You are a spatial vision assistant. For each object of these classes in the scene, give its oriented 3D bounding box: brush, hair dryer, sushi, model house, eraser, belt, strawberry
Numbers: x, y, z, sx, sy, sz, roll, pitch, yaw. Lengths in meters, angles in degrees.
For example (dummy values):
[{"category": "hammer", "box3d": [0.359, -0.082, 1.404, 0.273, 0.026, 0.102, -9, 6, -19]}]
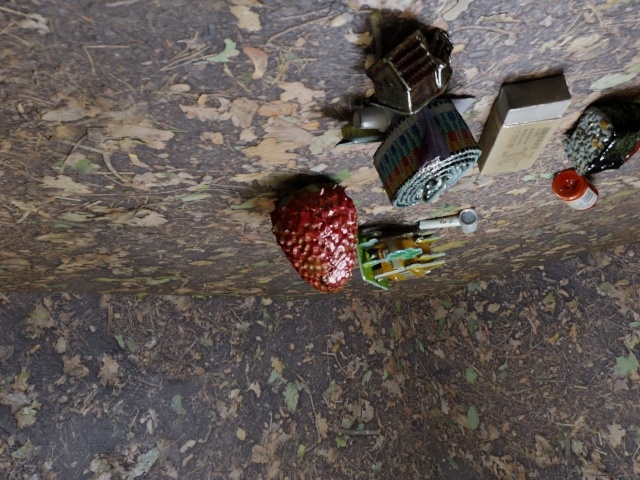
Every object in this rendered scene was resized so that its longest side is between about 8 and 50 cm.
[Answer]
[{"category": "brush", "box3d": [0.158, -0.262, 1.151, 0.296, 0.060, 0.068, -11, -175, -33]}, {"category": "hair dryer", "box3d": [0.506, -0.064, 1.929, 0.236, 0.073, 0.131, -8, 165, 15]}, {"category": "sushi", "box3d": [0.726, -0.259, 1.229, 0.126, 0.136, 0.225, -13, 160, -8]}, {"category": "model house", "box3d": [0.323, 0.030, 1.940, 0.312, 0.243, 0.357, -21, 158, 19]}, {"category": "eraser", "box3d": [0.487, -0.271, 1.195, 0.144, 0.078, 0.343, -8, 163, 5]}, {"category": "belt", "box3d": [0.247, -0.180, 1.100, 0.206, 0.161, 0.295, -18, 166, -19]}, {"category": "strawberry", "box3d": [-0.001, 0.000, 1.465, 0.292, 0.344, 0.292, -18, 178, -1]}, {"category": "model house", "box3d": [0.167, -0.324, 0.885, 0.165, 0.106, 0.152, -41, 152, -8]}]

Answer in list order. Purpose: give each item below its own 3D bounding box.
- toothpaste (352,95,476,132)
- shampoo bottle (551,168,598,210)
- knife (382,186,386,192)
[{"category": "toothpaste", "box3d": [0.206, -0.282, 1.091, 0.282, 0.069, 0.099, -8, -167, -19]}, {"category": "shampoo bottle", "box3d": [0.895, -0.163, 1.671, 0.104, 0.105, 0.278, -19, 159, 37]}, {"category": "knife", "box3d": [0.270, -0.155, 1.602, 0.184, 0.022, 0.026, 6, -175, -40]}]
